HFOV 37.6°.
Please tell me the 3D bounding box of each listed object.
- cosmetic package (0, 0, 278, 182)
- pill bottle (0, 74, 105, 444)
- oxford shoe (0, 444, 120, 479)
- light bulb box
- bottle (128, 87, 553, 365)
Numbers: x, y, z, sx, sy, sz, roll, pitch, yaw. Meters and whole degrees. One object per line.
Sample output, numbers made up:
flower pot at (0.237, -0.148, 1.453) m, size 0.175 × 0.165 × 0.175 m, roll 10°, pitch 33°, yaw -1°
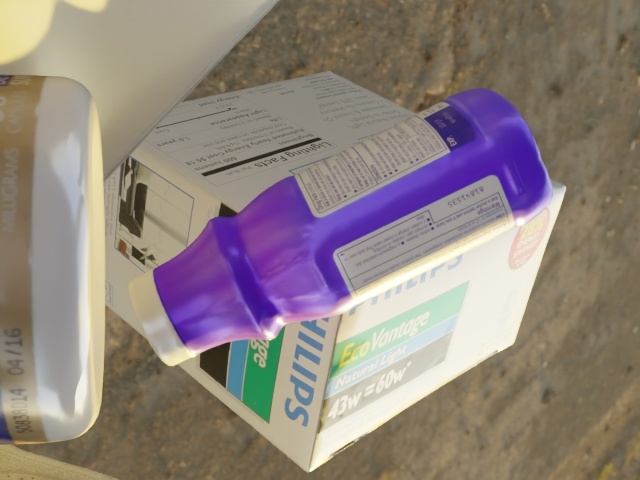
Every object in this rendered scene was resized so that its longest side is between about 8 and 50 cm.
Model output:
cosmetic package at (-0.256, -0.242, 0.484) m, size 0.393 × 0.329 × 0.327 m, roll 13°, pitch 140°, yaw -44°
pill bottle at (-0.223, 0.008, 0.373) m, size 0.264 × 0.153 × 0.153 m, roll -1°, pitch 114°, yaw -11°
oxford shoe at (-0.316, 0.164, 0.593) m, size 0.146 × 0.396 × 0.141 m, roll -76°, pitch -173°, yaw -58°
light bulb box at (0.000, 0.000, 1.024) m, size 0.358 × 0.361 × 0.225 m, roll -21°, pitch 132°, yaw -42°
bottle at (0.010, -0.005, 0.639) m, size 0.282 × 0.118 × 0.092 m, roll -27°, pitch 109°, yaw 0°
